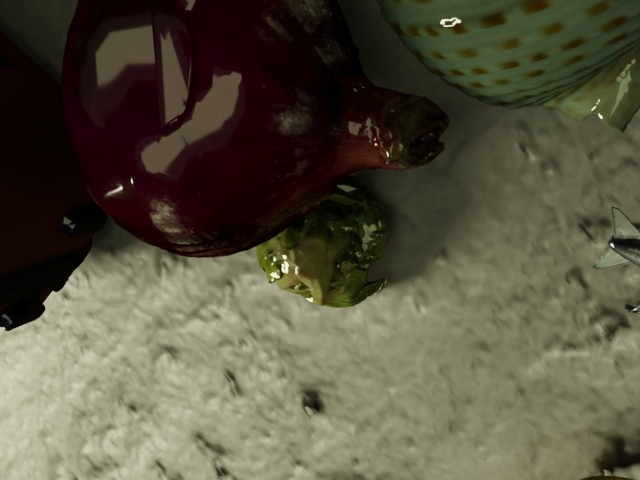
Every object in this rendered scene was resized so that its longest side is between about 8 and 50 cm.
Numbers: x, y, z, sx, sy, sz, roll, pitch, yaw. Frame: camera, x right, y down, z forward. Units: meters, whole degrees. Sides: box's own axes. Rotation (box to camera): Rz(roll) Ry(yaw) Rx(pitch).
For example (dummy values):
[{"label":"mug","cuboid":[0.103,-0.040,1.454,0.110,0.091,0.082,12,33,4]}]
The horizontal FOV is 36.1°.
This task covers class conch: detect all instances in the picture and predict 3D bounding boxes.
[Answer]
[{"label":"conch","cuboid":[0.089,-0.134,0.417,0.172,0.131,0.200,-3,104,27]}]

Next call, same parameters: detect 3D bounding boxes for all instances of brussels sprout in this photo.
[{"label":"brussels sprout","cuboid":[0.000,0.000,0.554,0.085,0.058,0.085,2,97,13]}]

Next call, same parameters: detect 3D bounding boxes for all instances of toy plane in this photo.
[{"label":"toy plane","cuboid":[0.178,0.012,0.478,0.083,0.031,0.078,23,131,22]}]

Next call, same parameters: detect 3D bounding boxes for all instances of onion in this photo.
[{"label":"onion","cuboid":[-0.040,-0.073,0.484,0.198,0.135,0.173,11,92,32]}]

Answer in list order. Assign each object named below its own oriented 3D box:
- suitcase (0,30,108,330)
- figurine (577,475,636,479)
[{"label":"suitcase","cuboid":[-0.275,-0.042,0.543,0.236,0.297,0.161,42,112,9]},{"label":"figurine","cuboid":[0.189,0.146,0.471,0.156,0.131,0.246,29,114,-23]}]
